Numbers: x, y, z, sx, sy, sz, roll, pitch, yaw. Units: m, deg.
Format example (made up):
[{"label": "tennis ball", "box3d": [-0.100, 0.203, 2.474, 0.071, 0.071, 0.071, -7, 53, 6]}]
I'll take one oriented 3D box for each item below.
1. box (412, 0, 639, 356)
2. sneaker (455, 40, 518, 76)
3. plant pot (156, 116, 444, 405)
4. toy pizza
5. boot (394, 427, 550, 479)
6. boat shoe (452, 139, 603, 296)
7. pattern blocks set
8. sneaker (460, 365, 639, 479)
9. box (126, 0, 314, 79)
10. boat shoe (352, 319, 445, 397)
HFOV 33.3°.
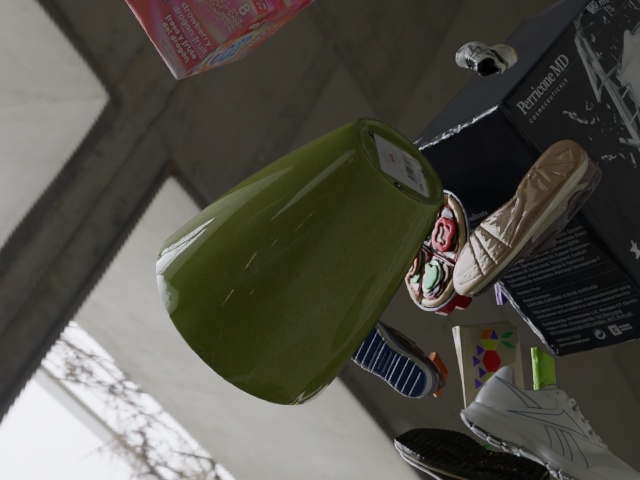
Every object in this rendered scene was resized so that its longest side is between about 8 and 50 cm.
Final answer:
[{"label": "box", "box3d": [0.474, -0.139, 1.886, 0.472, 0.297, 0.480, 49, -124, -10]}, {"label": "sneaker", "box3d": [0.180, -0.202, 1.204, 0.037, 0.083, 0.032, -47, -58, -27]}, {"label": "plant pot", "box3d": [0.000, 0.000, 1.276, 0.275, 0.293, 0.275, 33, -150, -22]}, {"label": "toy pizza", "box3d": [0.182, 0.015, 1.758, 0.032, 0.201, 0.201, 8, -95, -25]}, {"label": "boot", "box3d": [0.171, 0.308, 1.251, 0.077, 0.198, 0.137, -21, -63, -41]}, {"label": "boat shoe", "box3d": [0.312, -0.018, 1.597, 0.092, 0.103, 0.285, 27, -71, -29]}, {"label": "pattern blocks set", "box3d": [0.299, 0.228, 1.885, 0.285, 0.026, 0.325, 13, -109, -28]}, {"label": "sneaker", "box3d": [0.362, 0.291, 1.616, 0.129, 0.297, 0.111, -58, -22, -10]}, {"label": "box", "box3d": [-0.163, -0.357, 1.238, 0.300, 0.142, 0.154, 58, -146, -1]}, {"label": "boat shoe", "box3d": [0.097, 0.157, 1.470, 0.066, 0.183, 0.066, 10, -65, -47]}]
